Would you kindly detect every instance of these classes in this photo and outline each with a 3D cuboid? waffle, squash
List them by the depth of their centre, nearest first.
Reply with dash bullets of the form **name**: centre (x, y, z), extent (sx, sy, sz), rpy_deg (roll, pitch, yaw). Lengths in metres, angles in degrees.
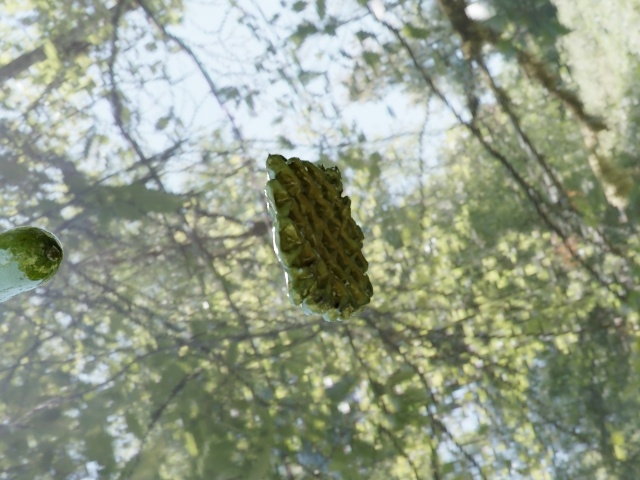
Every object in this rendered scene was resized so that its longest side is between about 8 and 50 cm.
- **waffle**: centre (-0.002, 0.001, 1.207), extent (0.223, 0.054, 0.204), rpy_deg (4, -113, -64)
- **squash**: centre (-0.393, 0.028, 1.257), extent (0.095, 0.188, 0.095), rpy_deg (25, -124, -44)
